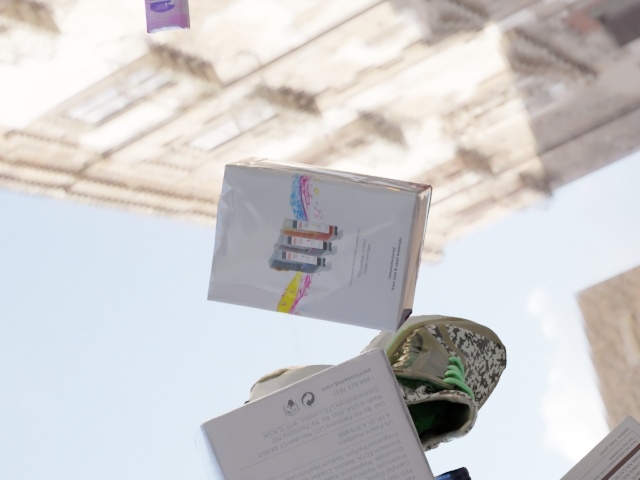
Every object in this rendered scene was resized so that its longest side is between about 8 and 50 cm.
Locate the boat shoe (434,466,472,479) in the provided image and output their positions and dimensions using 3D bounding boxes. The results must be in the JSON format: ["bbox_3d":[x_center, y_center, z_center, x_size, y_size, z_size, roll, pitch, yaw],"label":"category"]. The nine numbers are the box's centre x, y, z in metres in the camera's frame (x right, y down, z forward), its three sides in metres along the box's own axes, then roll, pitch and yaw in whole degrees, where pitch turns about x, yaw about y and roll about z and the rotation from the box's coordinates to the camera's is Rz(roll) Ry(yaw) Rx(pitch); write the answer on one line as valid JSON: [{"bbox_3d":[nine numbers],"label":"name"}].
[{"bbox_3d":[0.099,0.306,1.870,0.109,0.258,0.089,-2,-99,-47],"label":"boat shoe"}]

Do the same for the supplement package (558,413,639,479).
[{"bbox_3d":[0.226,0.305,1.311,0.145,0.204,0.262,42,159,23],"label":"supplement package"}]

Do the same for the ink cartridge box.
[{"bbox_3d":[0.000,0.000,1.437,0.128,0.176,0.127,-31,-49,-78],"label":"ink cartridge box"}]

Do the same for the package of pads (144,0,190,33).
[{"bbox_3d":[-0.178,-0.282,1.842,0.032,0.050,0.083,-4,-90,-73],"label":"package of pads"}]

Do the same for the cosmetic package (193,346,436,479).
[{"bbox_3d":[0.012,0.212,1.123,0.224,0.138,0.225,120,126,-79],"label":"cosmetic package"}]

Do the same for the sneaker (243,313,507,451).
[{"bbox_3d":[0.107,0.183,1.683,0.410,0.182,0.158,-19,-73,-49],"label":"sneaker"}]
